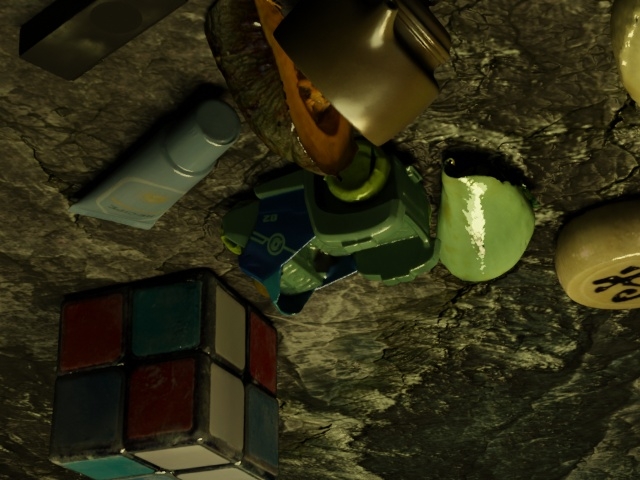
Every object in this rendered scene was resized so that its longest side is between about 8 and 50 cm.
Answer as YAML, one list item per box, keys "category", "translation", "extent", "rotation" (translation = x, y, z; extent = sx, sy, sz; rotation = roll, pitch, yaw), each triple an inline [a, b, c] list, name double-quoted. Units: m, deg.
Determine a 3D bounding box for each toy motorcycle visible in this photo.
- category: "toy motorcycle"
  translation: [0.000, 0.000, 1.751]
  extent: [0.326, 0.200, 0.191]
  rotation: [-16, 151, 22]

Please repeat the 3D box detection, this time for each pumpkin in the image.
- category: "pumpkin"
  translation: [-0.059, -0.165, 1.444]
  extent: [0.111, 0.163, 0.278]
  rotation: [-15, 150, 22]

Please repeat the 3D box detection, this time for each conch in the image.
- category: "conch"
  translation: [0.253, -0.040, 1.806]
  extent: [0.143, 0.137, 0.251]
  rotation: [20, 137, 15]

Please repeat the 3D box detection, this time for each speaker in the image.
- category: "speaker"
  translation: [-0.252, -0.258, 1.371]
  extent: [0.218, 0.044, 0.082]
  rotation: [-23, 147, 36]

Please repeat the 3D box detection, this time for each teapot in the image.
- category: "teapot"
  translation: [0.070, -0.226, 1.342]
  extent: [0.175, 0.185, 0.267]
  rotation: [-40, 177, 10]

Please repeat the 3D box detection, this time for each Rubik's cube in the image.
- category: "Rubik's cube"
  translation: [-0.272, 0.270, 2.147]
  extent: [0.318, 0.313, 0.316]
  rotation: [-10, 153, 18]

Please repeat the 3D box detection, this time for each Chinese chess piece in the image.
- category: "Chinese chess piece"
  translation: [0.514, 0.024, 1.948]
  extent: [0.257, 0.104, 0.257]
  rotation: [-2, 155, -1]

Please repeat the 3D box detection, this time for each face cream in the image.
- category: "face cream"
  translation: [-0.228, -0.092, 1.676]
  extent: [0.135, 0.086, 0.385]
  rotation: [13, 155, -28]

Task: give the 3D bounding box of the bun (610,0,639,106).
- category: "bun"
  translation: [0.492, -0.262, 1.252]
  extent: [0.364, 0.202, 0.364]
  rotation: [4, 153, 2]

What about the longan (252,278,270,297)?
- category: "longan"
  translation: [-0.076, 0.058, 2.020]
  extent: [0.075, 0.075, 0.083]
  rotation: [26, 101, -44]
